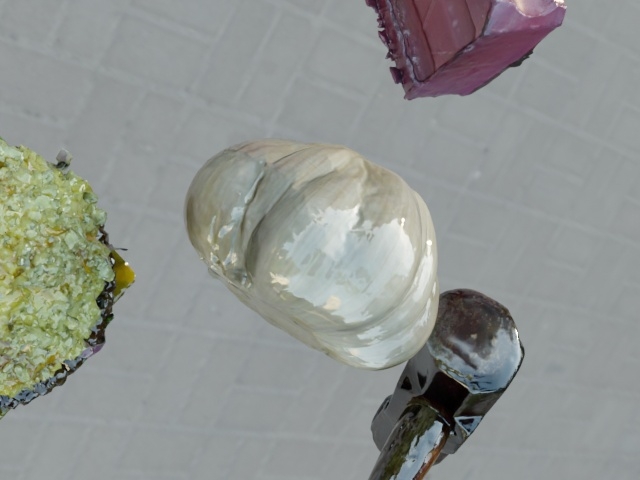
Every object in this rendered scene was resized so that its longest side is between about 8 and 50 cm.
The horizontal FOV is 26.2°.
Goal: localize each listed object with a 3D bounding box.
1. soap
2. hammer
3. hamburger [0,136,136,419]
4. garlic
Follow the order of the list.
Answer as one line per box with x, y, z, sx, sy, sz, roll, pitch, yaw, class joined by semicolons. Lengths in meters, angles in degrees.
0.102;-0.264;1.184;0.099;0.250;0.162;-12;167;-29;soap
0.048;0.248;1.201;0.409;0.095;0.242;-58;173;-30;hammer
-0.288;0.028;1.105;0.262;0.243;0.138;-50;179;-9;hamburger
-0.001;0.000;1.093;0.152;0.228;0.228;-53;140;-6;garlic
